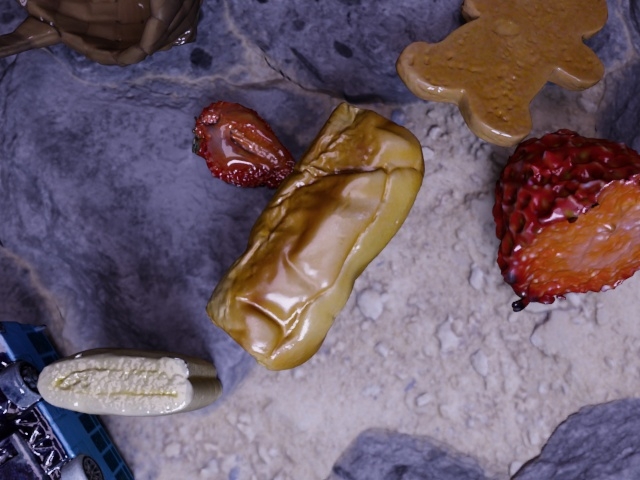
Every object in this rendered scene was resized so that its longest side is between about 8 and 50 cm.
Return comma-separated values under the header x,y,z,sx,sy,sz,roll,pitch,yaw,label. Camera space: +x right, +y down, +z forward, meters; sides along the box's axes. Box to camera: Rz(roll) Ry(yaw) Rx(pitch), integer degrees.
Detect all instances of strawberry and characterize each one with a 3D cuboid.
x,y,z,sx,sy,sz,roll,pitch,yaw,label
0.303,-0.041,0.595,0.234,0.234,0.178,-8,50,-6,strawberry
-0.099,-0.122,0.626,0.152,0.048,0.104,24,82,4,strawberry

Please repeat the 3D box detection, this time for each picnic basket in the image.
x,y,z,sx,sy,sz,roll,pitch,yaw,label
-0.311,-0.325,0.503,0.337,0.293,0.337,12,53,-17,picnic basket

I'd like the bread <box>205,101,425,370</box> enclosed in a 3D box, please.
x,y,z,sx,sy,sz,roll,pitch,yaw,label
0.000,0.000,0.546,0.132,0.167,0.294,32,78,3,bread

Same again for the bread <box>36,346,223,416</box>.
x,y,z,sx,sy,sz,roll,pitch,yaw,label
-0.179,0.144,0.500,0.139,0.178,0.060,5,74,-3,bread

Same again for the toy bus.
x,y,z,sx,sy,sz,roll,pitch,yaw,label
-0.305,0.201,0.502,0.116,0.133,0.234,-32,88,-10,toy bus

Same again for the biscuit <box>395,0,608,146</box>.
x,y,z,sx,sy,sz,roll,pitch,yaw,label
0.271,-0.260,0.664,0.216,0.047,0.339,40,68,10,biscuit
